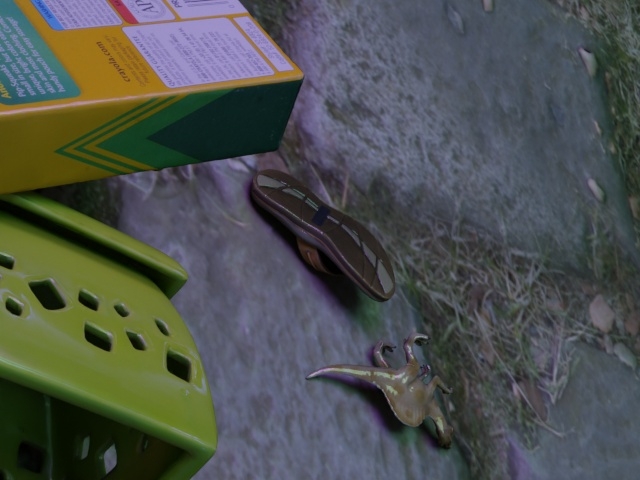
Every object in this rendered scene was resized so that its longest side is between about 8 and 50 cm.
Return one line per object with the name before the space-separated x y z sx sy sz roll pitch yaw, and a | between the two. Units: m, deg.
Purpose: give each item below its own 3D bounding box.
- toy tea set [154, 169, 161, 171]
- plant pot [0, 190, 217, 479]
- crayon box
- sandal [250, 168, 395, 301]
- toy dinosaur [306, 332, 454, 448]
toy tea set | -0.240 -0.199 1.555 0.336 0.124 0.200 47 17 -32
plant pot | -0.229 0.095 1.370 0.227 0.228 0.207 25 40 -30
crayon box | -0.202 -0.138 1.384 0.323 0.083 0.203 -10 47 -36
sandal | 0.000 0.000 1.800 0.180 0.049 0.072 38 35 2
toy dinosaur | 0.076 0.136 1.769 0.183 0.053 0.093 32 46 -25
